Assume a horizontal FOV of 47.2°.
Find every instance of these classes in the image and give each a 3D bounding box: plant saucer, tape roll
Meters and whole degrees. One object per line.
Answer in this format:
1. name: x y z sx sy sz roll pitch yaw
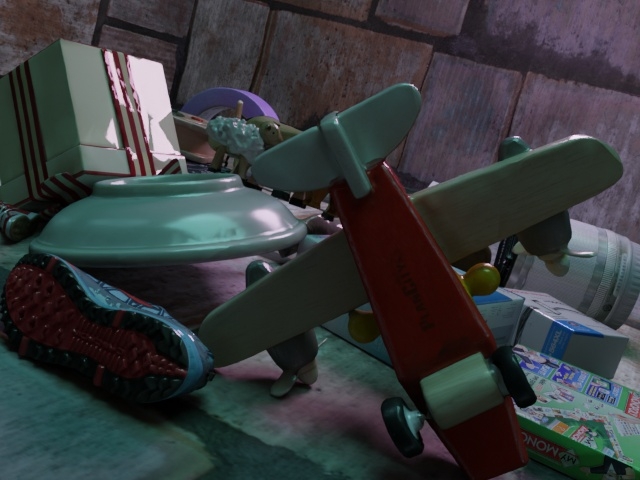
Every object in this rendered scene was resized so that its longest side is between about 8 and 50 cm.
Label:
1. plant saucer: -0.220 -0.043 1.081 0.400 0.100 0.400 -2 9 0
2. tape roll: -0.235 -0.246 1.857 0.275 0.274 0.090 19 13 13

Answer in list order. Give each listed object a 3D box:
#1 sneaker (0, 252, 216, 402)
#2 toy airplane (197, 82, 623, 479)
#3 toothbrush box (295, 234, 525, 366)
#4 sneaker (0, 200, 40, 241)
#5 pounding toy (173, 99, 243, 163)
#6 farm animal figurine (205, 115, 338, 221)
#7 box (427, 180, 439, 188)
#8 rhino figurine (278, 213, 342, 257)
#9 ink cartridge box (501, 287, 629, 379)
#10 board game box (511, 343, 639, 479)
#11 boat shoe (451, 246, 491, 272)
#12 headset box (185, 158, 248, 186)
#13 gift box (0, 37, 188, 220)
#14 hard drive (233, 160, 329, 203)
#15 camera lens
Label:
1. sneaker: -0.225 0.099 0.776 0.262 0.104 0.125 26 -3 24
2. toy airplane: 0.090 0.025 0.818 0.386 0.384 0.272 19 -1 14
3. toothbrush box: 0.125 0.093 1.133 0.295 0.126 0.216 26 16 37
4. sneaker: -0.473 -0.031 1.105 0.067 0.042 0.118 19 4 -6
5. pounding toy: -0.274 -0.270 1.676 0.154 0.155 0.269 22 11 11
6. farm animal figurine: -0.010 -0.139 1.291 0.327 0.172 0.330 20 -1 8
7. box: 0.322 -0.037 1.863 0.182 0.119 0.181 26 34 13
8. rhino figurine: 0.000 0.000 1.445 0.243 0.106 0.073 6 15 -42
9. ink cartridge box: 0.410 0.161 1.303 0.148 0.086 0.203 9 14 -31
10. board game box: 0.328 0.227 0.987 0.213 0.046 0.317 22 13 24
11. boat shoe: 0.234 0.000 1.748 0.342 0.123 0.123 10 13 1
12. headset box: -0.295 -0.110 1.548 0.218 0.110 0.293 21 12 25
13. gift box: -0.386 -0.167 1.228 0.276 0.258 0.255 -17 -8 38
14. hard drive: -0.021 -0.127 1.650 0.353 0.047 0.233 17 9 -11
15. camera lens: 0.526 0.062 1.590 0.274 0.219 0.219 17 12 5
